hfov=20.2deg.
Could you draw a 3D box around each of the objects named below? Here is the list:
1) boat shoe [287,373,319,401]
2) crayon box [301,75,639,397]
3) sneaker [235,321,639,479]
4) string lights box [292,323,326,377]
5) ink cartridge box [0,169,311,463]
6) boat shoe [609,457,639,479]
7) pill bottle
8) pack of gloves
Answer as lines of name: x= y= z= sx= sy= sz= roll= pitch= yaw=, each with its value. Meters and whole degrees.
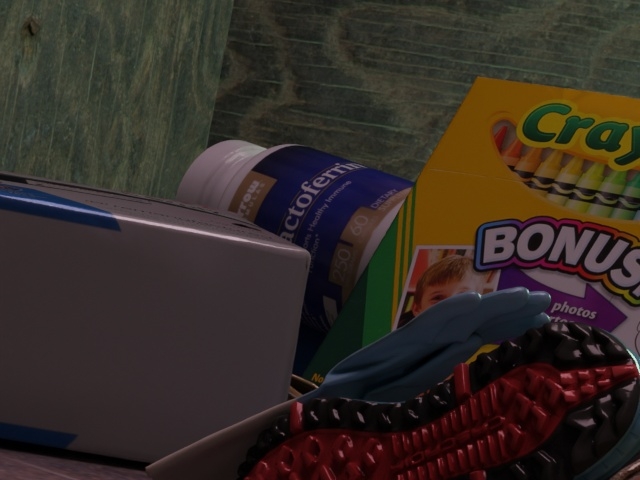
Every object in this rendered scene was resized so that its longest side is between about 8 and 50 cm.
boat shoe: x=0.028 y=0.135 z=1.290 sx=0.190 sy=0.072 sz=0.068 roll=13 pitch=3 yaw=36
crayon box: x=0.212 y=0.043 z=1.356 sx=0.363 sy=0.313 sz=0.106 roll=13 pitch=-27 yaw=37
sneaker: x=0.069 y=0.133 z=0.894 sx=0.262 sy=0.104 sz=0.125 roll=-21 pitch=-38 yaw=34
string lights box: x=-0.005 y=0.108 z=1.681 sx=0.259 sy=0.077 sz=0.133 roll=11 pitch=3 yaw=17
ink cartridge box: x=-0.185 y=0.044 z=1.352 sx=0.285 sy=0.166 sz=0.395 roll=11 pitch=2 yaw=-10
boat shoe: x=0.167 y=0.132 z=0.773 sx=0.324 sy=0.123 sz=0.116 roll=-18 pitch=9 yaw=-39
pill bottle: x=0.000 y=0.000 z=1.600 sx=0.264 sy=0.153 sz=0.153 roll=20 pitch=8 yaw=41
pack of gloves: x=0.042 y=0.087 z=1.003 sx=0.232 sy=0.046 sz=0.195 roll=-29 pitch=-32 yaw=15
